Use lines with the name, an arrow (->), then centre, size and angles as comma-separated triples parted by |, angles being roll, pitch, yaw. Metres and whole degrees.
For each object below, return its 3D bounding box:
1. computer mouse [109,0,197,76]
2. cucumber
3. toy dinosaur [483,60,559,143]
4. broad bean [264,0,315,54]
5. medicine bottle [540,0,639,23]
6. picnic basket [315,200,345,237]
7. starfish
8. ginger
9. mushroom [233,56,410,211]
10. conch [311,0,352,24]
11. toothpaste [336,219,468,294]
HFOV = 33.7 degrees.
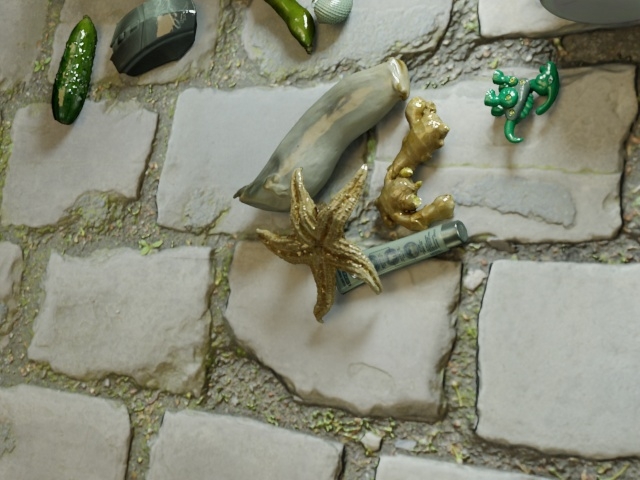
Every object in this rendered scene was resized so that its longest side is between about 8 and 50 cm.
computer mouse -> -0.326, -0.394, 1.994 | 0.231, 0.071, 0.126 | -15, 72, 32
cucumber -> -0.486, -0.340, 2.096 | 0.069, 0.069, 0.227 | 9, 83, 35
toy dinosaur -> 0.295, -0.204, 1.545 | 0.096, 0.059, 0.132 | 12, 79, 30
broad bean -> -0.075, -0.425, 1.846 | 0.256, 0.052, 0.052 | 55, 152, 27
medicine bottle -> 0.398, -0.477, 1.439 | 0.202, 0.202, 0.315 | -4, 78, 34
picnic basket -> 0.001, -0.015, 1.704 | 0.072, 0.072, 0.083 | -28, 97, 27
starfish -> 0.000, 0.000, 1.646 | 0.236, 0.062, 0.277 | 27, 120, 26
ginger -> 0.142, -0.108, 1.628 | 0.176, 0.052, 0.193 | -39, 62, 20
mushroom -> 0.005, -0.165, 1.709 | 0.351, 0.097, 0.109 | -45, 57, 16
conch -> 0.025, -0.397, 1.767 | 0.085, 0.056, 0.076 | -35, 41, 2
toothpaste -> 0.115, 0.023, 1.627 | 0.239, 0.039, 0.062 | -21, 94, 30
